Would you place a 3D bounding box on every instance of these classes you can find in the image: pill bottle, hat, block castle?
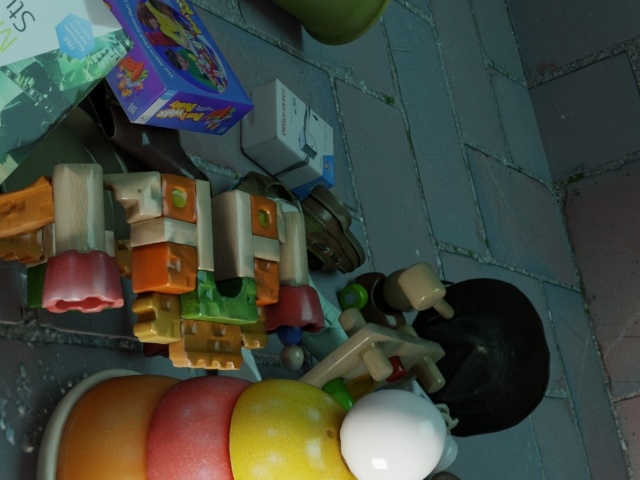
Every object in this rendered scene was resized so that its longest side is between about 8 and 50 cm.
[{"bbox_3d":[0.177,0.348,2.294,0.186,0.112,0.112,52,32,-30],"label":"pill bottle"},{"bbox_3d":[0.261,0.219,2.321,0.134,0.331,0.331,9,64,-49],"label":"hat"},{"bbox_3d":[-0.225,0.066,1.498,0.453,0.303,0.213,13,69,-53],"label":"block castle"}]

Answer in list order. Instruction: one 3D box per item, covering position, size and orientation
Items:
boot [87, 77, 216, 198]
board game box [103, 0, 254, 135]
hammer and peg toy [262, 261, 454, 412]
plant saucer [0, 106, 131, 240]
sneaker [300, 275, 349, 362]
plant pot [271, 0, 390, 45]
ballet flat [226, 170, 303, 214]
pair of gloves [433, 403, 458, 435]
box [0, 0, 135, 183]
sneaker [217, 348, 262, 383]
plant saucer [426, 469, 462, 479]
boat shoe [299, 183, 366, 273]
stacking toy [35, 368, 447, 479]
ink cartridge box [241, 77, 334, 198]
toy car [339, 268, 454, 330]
[{"bbox_3d":[-0.258,-0.121,1.829,0.207,0.090,0.248,22,42,-62],"label":"boot"},{"bbox_3d":[-0.270,-0.327,1.861,0.347,0.078,0.233,59,24,17],"label":"board game box"},{"bbox_3d":[0.096,0.204,1.988,0.266,0.361,0.127,23,31,-56],"label":"hammer and peg toy"},{"bbox_3d":[-0.352,-0.066,1.686,0.278,0.041,0.278,39,41,-44],"label":"plant saucer"},{"bbox_3d":[-0.040,0.128,2.062,0.256,0.094,0.151,57,22,-3],"label":"sneaker"},{"bbox_3d":[-0.030,-0.550,2.397,0.254,0.276,0.276,15,58,-44],"label":"plant pot"},{"bbox_3d":[-0.091,-0.039,1.949,0.342,0.124,0.116,-71,171,-80],"label":"ballet flat"},{"bbox_3d":[0.117,0.353,2.074,0.204,0.240,0.042,21,28,-56],"label":"pair of gloves"},{"bbox_3d":[-0.407,-0.229,1.522,0.322,0.058,0.232,-52,122,-24],"label":"box"},{"bbox_3d":[-0.127,0.188,1.898,0.094,0.080,0.212,-6,76,-74],"label":"sneaker"},{"bbox_3d":[0.247,0.593,2.329,0.310,0.050,0.310,39,41,-45],"label":"plant saucer"},{"bbox_3d":[0.000,0.000,2.201,0.111,0.104,0.307,40,-9,24],"label":"boat shoe"},{"bbox_3d":[-0.071,0.274,1.490,0.350,0.480,0.350,40,39,-43],"label":"stacking toy"},{"bbox_3d":[-0.058,-0.185,2.258,0.191,0.082,0.139,39,40,-47],"label":"ink cartridge box"},{"bbox_3d":[0.159,0.115,2.334,0.155,0.188,0.149,-15,85,-62],"label":"toy car"}]
